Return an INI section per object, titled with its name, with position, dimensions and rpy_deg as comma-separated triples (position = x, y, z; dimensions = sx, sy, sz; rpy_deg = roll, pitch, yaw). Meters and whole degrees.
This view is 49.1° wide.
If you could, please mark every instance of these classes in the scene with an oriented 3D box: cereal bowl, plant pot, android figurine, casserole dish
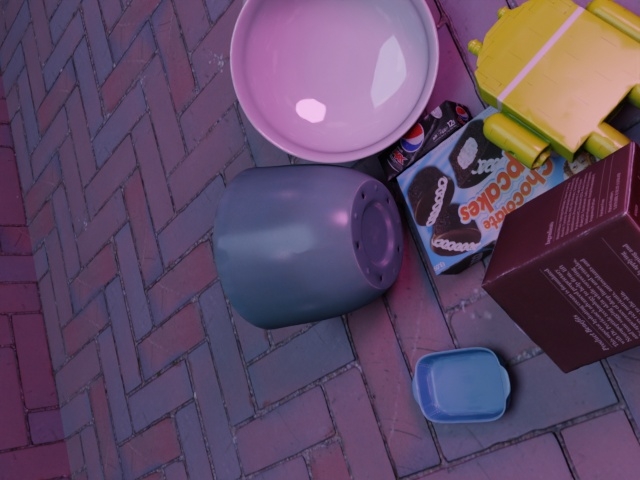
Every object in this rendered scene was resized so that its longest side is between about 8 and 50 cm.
[cereal bowl]
position = 0.026, -0.302, 1.177
dimensions = 0.338, 0.141, 0.339
rpy_deg = 1, 103, 5
[plant pot]
position = 0.000, 0.000, 1.200
dimensions = 0.235, 0.293, 0.293
rpy_deg = -8, 83, 33
[android figurine]
position = 0.322, -0.218, 0.933
dimensions = 0.273, 0.056, 0.248
rpy_deg = 41, 91, 23
[casserole dish]
position = 0.229, 0.230, 1.116
dimensions = 0.188, 0.036, 0.114
rpy_deg = -18, 76, 46

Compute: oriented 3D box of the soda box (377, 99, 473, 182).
[soda box]
position = 0.176, -0.160, 1.166
dimensions = 0.169, 0.060, 0.053
rpy_deg = -38, 62, 39

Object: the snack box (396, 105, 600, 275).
[snack box]
position = 0.272, -0.099, 1.062
dimensions = 0.322, 0.060, 0.187
rpy_deg = -38, 63, 39

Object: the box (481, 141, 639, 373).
[box]
position = 0.342, 0.023, 0.862
dimensions = 0.168, 0.167, 0.203
rpy_deg = 45, 132, -12

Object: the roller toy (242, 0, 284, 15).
[roller toy]
position = -0.037, -0.415, 1.298
dimensions = 0.146, 0.191, 0.209
rpy_deg = 52, 122, 42
